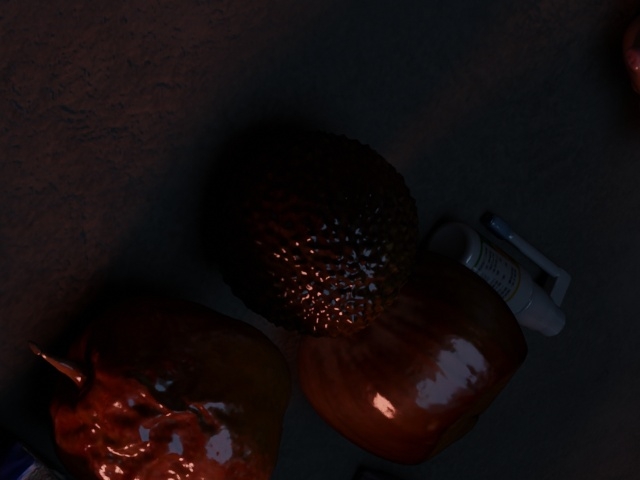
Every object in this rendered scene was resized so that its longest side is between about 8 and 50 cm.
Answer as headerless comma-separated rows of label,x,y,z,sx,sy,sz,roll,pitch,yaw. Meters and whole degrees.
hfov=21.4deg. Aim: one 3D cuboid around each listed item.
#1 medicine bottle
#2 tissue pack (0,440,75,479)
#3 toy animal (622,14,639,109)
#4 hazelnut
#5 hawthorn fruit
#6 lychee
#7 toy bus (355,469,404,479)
medicine bottle,0.195,0.033,1.783,0.221,0.061,0.092,34,73,-47
tissue pack,-0.292,0.320,1.477,0.269,0.137,0.209,-47,153,-5
toy animal,0.394,-0.155,1.763,0.149,0.165,0.248,-23,143,-8
hazelnut,0.084,0.109,1.660,0.212,0.181,0.181,-47,163,13
hawthorn fruit,-0.156,0.136,1.453,0.243,0.207,0.207,27,97,-33
lychee,-0.005,-0.003,1.504,0.194,0.194,0.194,-21,127,-30
toy bus,0.044,0.407,1.849,0.138,0.112,0.317,13,107,-48
